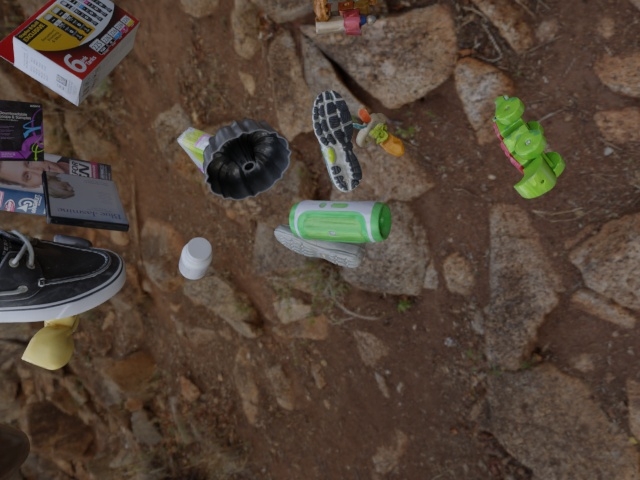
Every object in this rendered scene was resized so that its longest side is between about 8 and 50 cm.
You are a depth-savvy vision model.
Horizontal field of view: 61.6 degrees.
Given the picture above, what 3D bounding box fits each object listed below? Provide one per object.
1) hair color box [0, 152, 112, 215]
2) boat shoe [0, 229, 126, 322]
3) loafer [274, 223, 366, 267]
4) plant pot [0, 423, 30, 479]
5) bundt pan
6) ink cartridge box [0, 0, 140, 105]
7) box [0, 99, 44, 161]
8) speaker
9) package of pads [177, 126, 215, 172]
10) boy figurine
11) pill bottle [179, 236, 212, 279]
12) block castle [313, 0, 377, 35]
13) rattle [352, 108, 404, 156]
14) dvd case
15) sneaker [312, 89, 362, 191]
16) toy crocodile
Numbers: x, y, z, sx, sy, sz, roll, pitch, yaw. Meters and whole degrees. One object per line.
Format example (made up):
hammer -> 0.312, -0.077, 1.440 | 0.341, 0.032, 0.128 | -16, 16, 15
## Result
hair color box -> -0.827, -0.171, 1.642 | 0.105, 0.347, 0.173 | -51, 45, 39
boat shoe -> -0.401, 0.035, 0.682 | 0.108, 0.301, 0.102 | 61, 142, 38
loafer -> 0.000, 0.000, 1.839 | 0.112, 0.320, 0.111 | 91, -162, -62
plant pot -> -0.865, 0.558, 1.376 | 0.230, 0.215, 0.215 | 65, -169, -79
bundt pan -> -0.278, -0.304, 1.935 | 0.124, 0.331, 0.330 | 58, 148, 32
ink cartridge box -> -0.737, -0.597, 1.568 | 0.130, 0.272, 0.309 | -40, 22, 53
box -> -0.815, -0.296, 1.455 | 0.029, 0.116, 0.162 | 11, 103, 42
speaker -> 0.058, -0.060, 1.629 | 0.297, 0.131, 0.131 | 3, 104, 28
package of pads -> -0.469, -0.361, 2.324 | 0.297, 0.101, 0.229 | 26, 159, 42
boy figurine -> -0.553, 0.137, 1.139 | 0.177, 0.092, 0.285 | -45, 38, 49
pill bottle -> -0.538, 0.074, 2.326 | 0.229, 0.131, 0.131 | 130, 126, -61
block castle -> 0.080, -0.927, 1.819 | 0.303, 0.213, 0.453 | 78, -168, -52
rattle -> 0.181, -0.326, 1.672 | 0.142, 0.130, 0.199 | 59, -178, 10
dvd case -> -0.591, -0.101, 1.342 | 0.253, 0.180, 0.022 | 50, 125, 48
sneaker -> 0.034, -0.265, 1.462 | 0.110, 0.107, 0.275 | -147, 44, -75
toy crocodile -> 0.467, -0.228, 1.249 | 0.105, 0.115, 0.340 | -37, 37, 28
